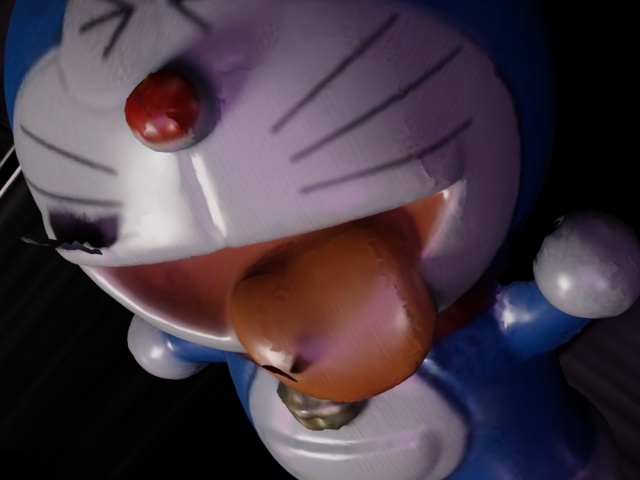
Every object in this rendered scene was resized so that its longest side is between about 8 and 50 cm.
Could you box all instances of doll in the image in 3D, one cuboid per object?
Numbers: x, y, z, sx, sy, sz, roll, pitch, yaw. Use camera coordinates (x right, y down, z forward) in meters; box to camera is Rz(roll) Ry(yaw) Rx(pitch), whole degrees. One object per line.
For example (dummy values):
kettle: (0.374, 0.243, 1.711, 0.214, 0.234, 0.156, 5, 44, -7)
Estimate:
doll: (0.000, 0.000, 0.551, 0.215, 0.161, 0.257, -5, 125, 33)
